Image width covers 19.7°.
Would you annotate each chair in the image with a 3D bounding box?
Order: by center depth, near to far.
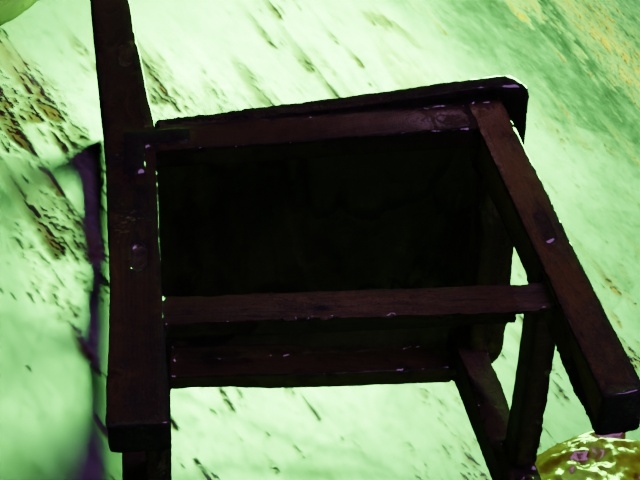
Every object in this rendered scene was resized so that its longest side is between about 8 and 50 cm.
[{"bbox_3d":[0.000,0.000,0.998,0.241,0.203,0.416,-4,43,-4],"label":"chair"}]

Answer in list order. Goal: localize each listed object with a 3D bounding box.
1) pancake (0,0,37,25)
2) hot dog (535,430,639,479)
[{"bbox_3d":[-0.323,-0.276,1.184,0.382,0.071,0.382,28,33,-20],"label":"pancake"},{"bbox_3d":[0.152,0.215,1.057,0.175,0.114,0.259,40,30,7],"label":"hot dog"}]
